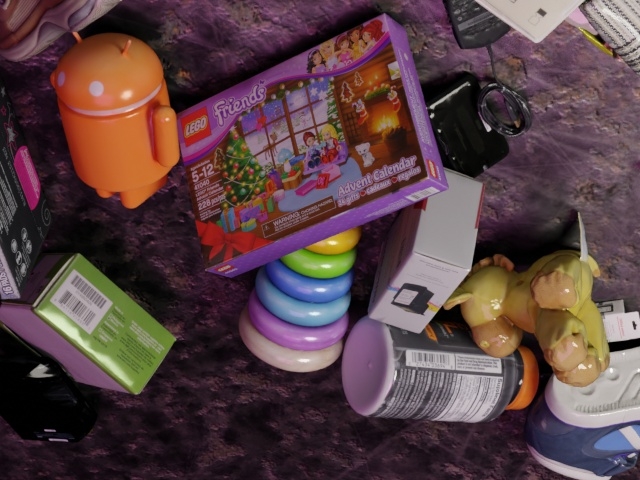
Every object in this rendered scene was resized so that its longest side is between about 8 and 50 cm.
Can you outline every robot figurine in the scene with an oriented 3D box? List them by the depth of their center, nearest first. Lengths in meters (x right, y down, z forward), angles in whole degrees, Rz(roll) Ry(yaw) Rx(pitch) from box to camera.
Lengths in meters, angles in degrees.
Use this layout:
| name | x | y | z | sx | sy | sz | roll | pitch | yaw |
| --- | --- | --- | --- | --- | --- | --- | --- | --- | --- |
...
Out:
| name | x | y | z | sx | sy | sz | roll | pitch | yaw |
| --- | --- | --- | --- | --- | --- | --- | --- | --- | --- |
| robot figurine | -0.237 | -0.145 | 1.422 | 0.128 | 0.158 | 0.219 | -13 | 130 | -9 |

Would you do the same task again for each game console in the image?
| name | x | y | z | sx | sy | sz | roll | pitch | yaw |
| --- | --- | --- | --- | --- | --- | --- | --- | --- | --- |
| game console | 0.146 | -0.131 | 1.447 | 0.107 | 0.071 | 0.122 | -34 | 122 | -3 |
| game console | -0.518 | 0.227 | 1.798 | 0.361 | 0.044 | 0.213 | 1 | 147 | 13 |

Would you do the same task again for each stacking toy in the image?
| name | x | y | z | sx | sy | sz | roll | pitch | yaw |
| --- | --- | --- | --- | --- | --- | --- | --- | --- | --- |
| stacking toy | 0.000 | 0.000 | 1.515 | 0.141 | 0.141 | 0.330 | 15 | 124 | -4 |

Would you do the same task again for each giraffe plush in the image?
| name | x | y | z | sx | sy | sz | roll | pitch | yaw |
| --- | --- | --- | --- | --- | --- | --- | --- | --- | --- |
| giraffe plush | 0.245 | 0.079 | 1.500 | 0.170 | 0.210 | 0.181 | -11 | 151 | 24 |

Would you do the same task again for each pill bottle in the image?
| name | x | y | z | sx | sy | sz | roll | pitch | yaw |
| --- | --- | --- | --- | --- | --- | --- | --- | --- | --- |
| pill bottle | 0.161 | 0.169 | 1.587 | 0.245 | 0.130 | 0.130 | 8 | 134 | -28 |

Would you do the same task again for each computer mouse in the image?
| name | x | y | z | sx | sy | sz | roll | pitch | yaw |
| --- | --- | --- | --- | --- | --- | --- | --- | --- | --- |
| computer mouse | 0.186 | -0.211 | 1.364 | 0.071 | 0.041 | 0.242 | -22 | 130 | 2 |

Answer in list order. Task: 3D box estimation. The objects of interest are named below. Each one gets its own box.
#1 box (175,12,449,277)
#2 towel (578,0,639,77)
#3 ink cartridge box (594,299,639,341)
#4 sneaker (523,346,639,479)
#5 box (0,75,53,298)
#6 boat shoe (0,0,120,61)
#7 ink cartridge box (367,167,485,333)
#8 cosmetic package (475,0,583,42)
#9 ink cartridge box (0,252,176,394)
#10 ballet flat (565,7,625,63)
| name | x | y | z | sx | sy | sz | roll | pitch | yaw |
| --- | --- | --- | --- | --- | --- | --- | --- | --- | --- |
| box | -0.018 | -0.101 | 1.381 | 0.293 | 0.201 | 0.057 | -23 | 159 | 25 |
| towel | 0.388 | -0.228 | 1.142 | 0.312 | 0.324 | 0.056 | 40 | 147 | -23 |
| ink cartridge box | 0.371 | 0.106 | 1.595 | 0.083 | 0.028 | 0.048 | -8 | 128 | 16 |
| sneaker | 0.434 | 0.238 | 1.653 | 0.322 | 0.130 | 0.236 | -3 | 148 | -5 |
| box | -0.444 | -0.066 | 1.495 | 0.142 | 0.163 | 0.247 | -4 | 128 | 10 |
| boat shoe | -0.283 | -0.274 | 1.275 | 0.116 | 0.123 | 0.324 | 53 | 151 | -18 |
| ink cartridge box | 0.125 | 0.013 | 1.466 | 0.072 | 0.127 | 0.175 | 18 | 148 | -6 |
| cosmetic package | 0.194 | -0.329 | 1.092 | 0.129 | 0.296 | 0.153 | 33 | 125 | -16 |
| ink cartridge box | -0.344 | 0.109 | 1.681 | 0.189 | 0.097 | 0.255 | 45 | 156 | -26 |
| ballet flat | 0.305 | -0.230 | 1.297 | 0.231 | 0.077 | 0.077 | 31 | 127 | -16 |
